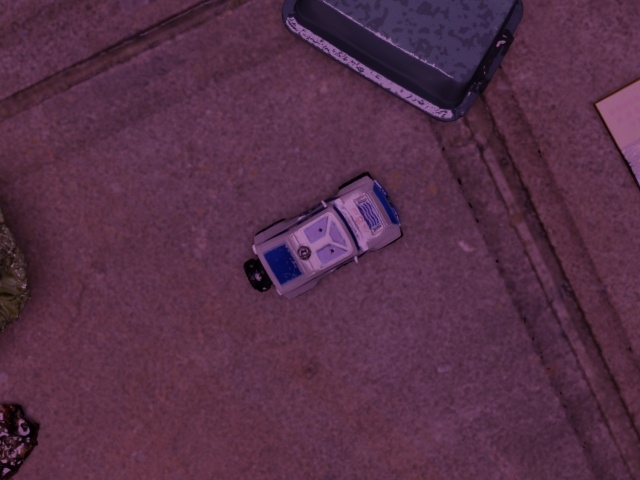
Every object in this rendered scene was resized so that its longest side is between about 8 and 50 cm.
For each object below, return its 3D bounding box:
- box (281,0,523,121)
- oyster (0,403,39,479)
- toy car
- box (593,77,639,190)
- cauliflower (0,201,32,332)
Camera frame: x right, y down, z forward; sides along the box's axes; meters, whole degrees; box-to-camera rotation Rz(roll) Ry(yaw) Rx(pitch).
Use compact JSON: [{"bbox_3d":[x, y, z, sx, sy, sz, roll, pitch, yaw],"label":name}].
[{"bbox_3d":[0.088,-0.239,1.692,0.227,0.130,0.162,31,81,-2],"label":"box"},{"bbox_3d":[-0.355,0.238,1.805,0.086,0.029,0.132,13,94,1],"label":"oyster"},{"bbox_3d":[0.000,0.000,1.748,0.171,0.070,0.080,-29,94,4],"label":"toy car"},{"bbox_3d":[0.359,-0.096,1.750,0.087,0.023,0.155,-29,94,2],"label":"box"},{"bbox_3d":[-0.447,0.033,1.680,0.275,0.250,0.272,-44,91,10],"label":"cauliflower"}]
